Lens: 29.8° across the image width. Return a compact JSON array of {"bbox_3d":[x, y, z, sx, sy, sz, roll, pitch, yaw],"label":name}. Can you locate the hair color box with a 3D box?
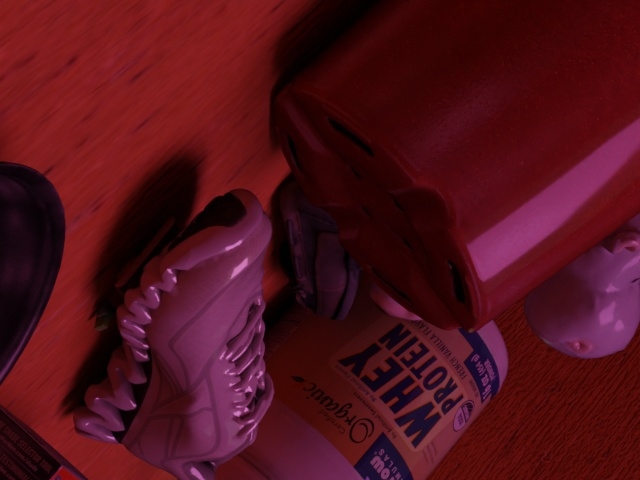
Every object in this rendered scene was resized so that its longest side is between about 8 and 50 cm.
[{"bbox_3d":[-0.186,0.144,0.751,0.043,0.072,0.141,-48,167,-15],"label":"hair color box"}]

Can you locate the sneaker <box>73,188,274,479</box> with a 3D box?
[{"bbox_3d":[-0.075,0.074,0.798,0.110,0.118,0.292,-47,172,-37],"label":"sneaker"}]

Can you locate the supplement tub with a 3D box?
[{"bbox_3d":[0.020,0.175,1.242,0.316,0.228,0.228,-46,168,-22],"label":"supplement tub"}]

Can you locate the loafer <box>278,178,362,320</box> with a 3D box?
[{"bbox_3d":[0.000,0.000,1.054,0.267,0.084,0.096,107,-7,-70],"label":"loafer"}]

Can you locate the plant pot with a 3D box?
[{"bbox_3d":[0.130,-0.094,0.806,0.265,0.272,0.272,-40,166,-15],"label":"plant pot"}]

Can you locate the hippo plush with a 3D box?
[{"bbox_3d":[0.204,-0.028,1.072,0.234,0.236,0.294,-30,136,-58],"label":"hippo plush"}]

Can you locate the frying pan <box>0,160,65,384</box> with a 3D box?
[{"bbox_3d":[-0.184,0.075,0.544,0.197,0.053,0.326,-49,165,-23],"label":"frying pan"}]

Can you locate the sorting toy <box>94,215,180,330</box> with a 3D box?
[{"bbox_3d":[-0.120,0.022,0.772,0.083,0.012,0.062,-52,174,-12],"label":"sorting toy"}]
